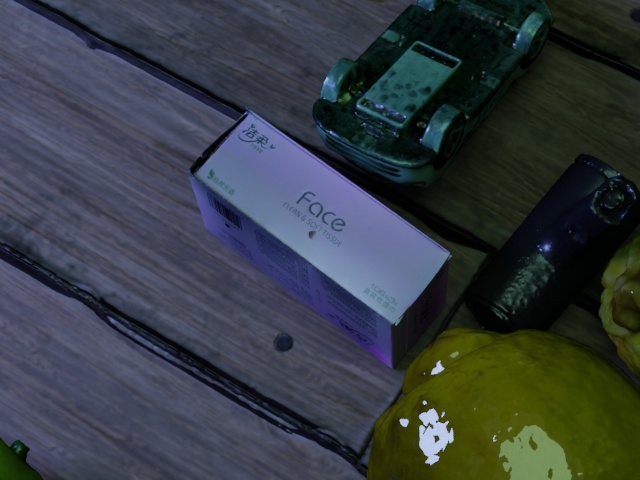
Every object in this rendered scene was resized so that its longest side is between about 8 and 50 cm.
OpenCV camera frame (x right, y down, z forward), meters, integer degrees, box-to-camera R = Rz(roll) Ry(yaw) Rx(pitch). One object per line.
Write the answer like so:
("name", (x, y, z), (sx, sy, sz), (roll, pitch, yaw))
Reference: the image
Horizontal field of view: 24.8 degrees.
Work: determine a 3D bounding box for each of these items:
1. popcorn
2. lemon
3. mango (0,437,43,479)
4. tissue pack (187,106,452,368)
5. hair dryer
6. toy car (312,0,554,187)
("popcorn", (0.342, 0.049, 1.322), (0.198, 0.197, 0.155), (-36, 108, -10))
("lemon", (0.188, 0.227, 1.226), (0.316, 0.285, 0.285), (34, 73, -5))
("mango", (-0.363, 0.325, 1.276), (0.192, 0.156, 0.343), (21, 76, -9))
("tissue pack", (0.000, 0.000, 1.392), (0.246, 0.148, 0.092), (36, 74, 15))
("hair dryer", (0.231, -0.009, 1.322), (0.089, 0.251, 0.197), (42, 78, 6))
("toy car", (0.115, -0.155, 1.457), (0.136, 0.125, 0.306), (27, 50, 19))
